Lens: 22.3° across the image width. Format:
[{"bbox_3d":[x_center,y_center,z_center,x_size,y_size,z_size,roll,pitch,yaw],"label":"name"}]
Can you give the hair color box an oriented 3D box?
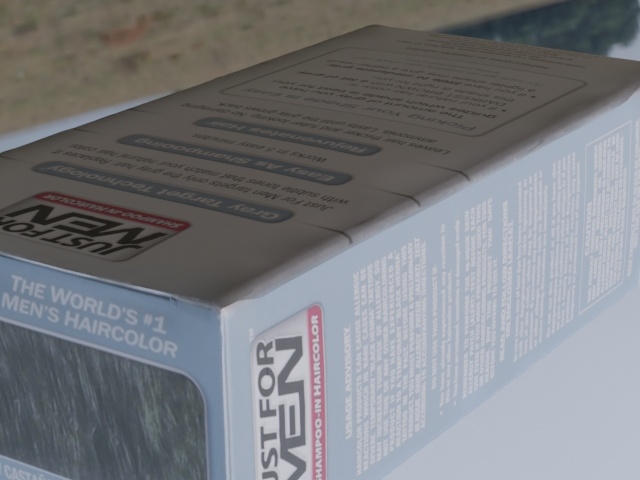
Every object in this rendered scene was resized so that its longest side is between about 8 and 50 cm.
[{"bbox_3d":[0.000,0.000,0.731,0.185,0.114,0.374,13,-156,33],"label":"hair color box"}]
